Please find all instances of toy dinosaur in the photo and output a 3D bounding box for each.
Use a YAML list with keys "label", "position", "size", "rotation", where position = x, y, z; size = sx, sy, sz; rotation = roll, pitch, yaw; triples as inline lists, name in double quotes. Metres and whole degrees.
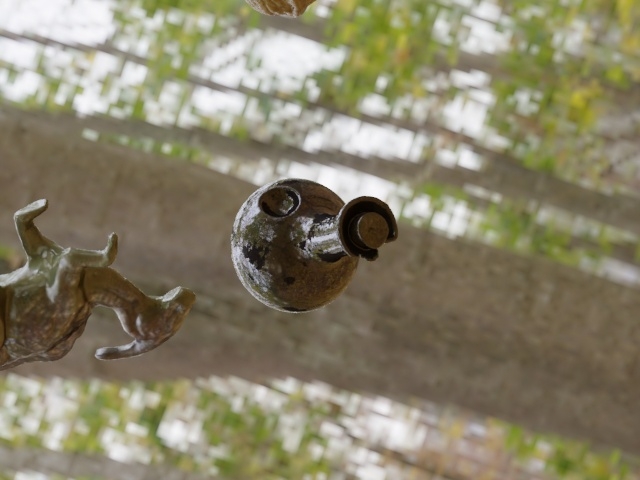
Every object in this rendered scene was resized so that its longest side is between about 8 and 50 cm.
- label: "toy dinosaur"
  position: [-0.253, 0.048, 1.603]
  size: [0.077, 0.294, 0.162]
  rotation: [-82, -12, -53]

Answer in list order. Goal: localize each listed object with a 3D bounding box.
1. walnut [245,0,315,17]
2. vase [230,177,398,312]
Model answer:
- label: "walnut"
  position: [-0.039, -0.274, 1.932]
  size: [0.105, 0.105, 0.124]
  rotation: [-64, -36, -44]
- label: "vase"
  position: [0.000, 0.000, 1.706]
  size: [0.183, 0.120, 0.120]
  rotation: [-11, 54, 59]
